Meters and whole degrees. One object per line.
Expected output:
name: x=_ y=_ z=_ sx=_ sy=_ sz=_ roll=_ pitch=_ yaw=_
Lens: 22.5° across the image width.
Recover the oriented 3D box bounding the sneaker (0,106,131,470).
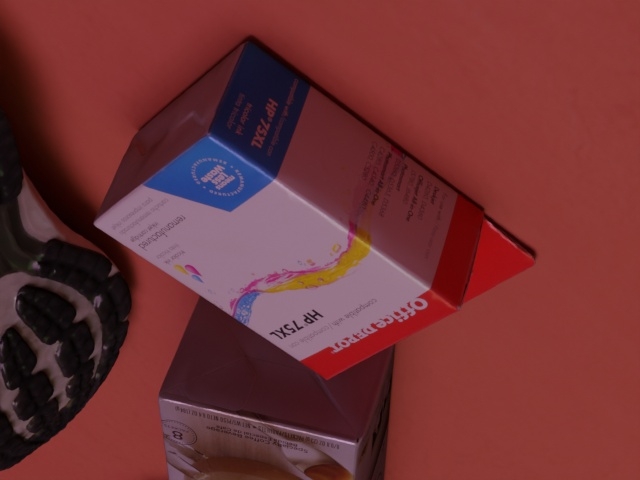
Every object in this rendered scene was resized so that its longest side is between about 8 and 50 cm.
sneaker: x=-0.256 y=-0.006 z=1.062 sx=0.182 sy=0.158 sz=0.410 roll=35 pitch=156 yaw=34

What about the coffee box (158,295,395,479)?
coffee box: x=-0.028 y=0.157 z=1.152 sx=0.141 sy=0.098 sz=0.246 roll=12 pitch=142 yaw=10

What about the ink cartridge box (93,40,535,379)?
ink cartridge box: x=0.000 y=0.000 z=0.961 sx=0.231 sy=0.078 sz=0.134 roll=35 pitch=141 yaw=-20
